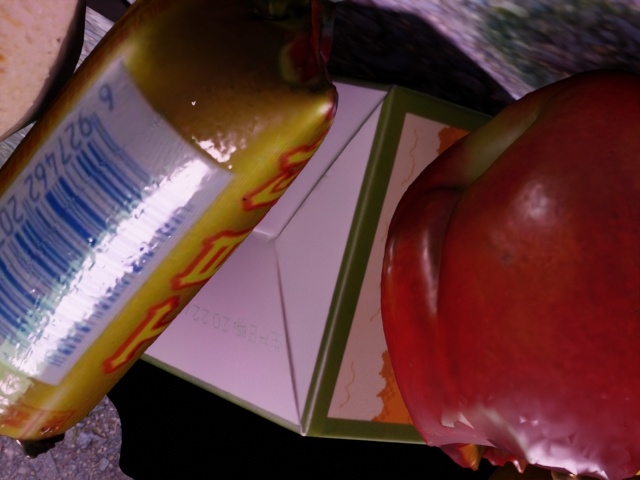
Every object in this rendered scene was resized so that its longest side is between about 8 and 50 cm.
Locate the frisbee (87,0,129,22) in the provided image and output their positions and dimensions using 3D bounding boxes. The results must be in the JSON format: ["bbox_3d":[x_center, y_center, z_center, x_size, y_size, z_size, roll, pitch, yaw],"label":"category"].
[{"bbox_3d":[-0.106,-0.122,0.999,0.211,0.012,0.187,30,171,-18],"label":"frisbee"}]

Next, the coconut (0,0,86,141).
[{"bbox_3d":[-0.219,-0.129,0.661,0.197,0.237,0.237,22,169,46],"label":"coconut"}]

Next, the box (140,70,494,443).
[{"bbox_3d":[0.000,0.000,0.776,0.148,0.178,0.195,10,-175,-45],"label":"box"}]

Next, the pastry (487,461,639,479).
[{"bbox_3d":[0.286,0.215,0.902,0.409,0.245,0.409,14,-175,-1],"label":"pastry"}]

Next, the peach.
[{"bbox_3d":[0.137,0.045,0.604,0.226,0.190,0.196,50,-154,-11],"label":"peach"}]

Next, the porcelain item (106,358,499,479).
[{"bbox_3d":[0.008,0.101,1.044,0.281,0.286,0.157,21,169,28],"label":"porcelain item"}]

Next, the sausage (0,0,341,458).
[{"bbox_3d":[-0.078,-0.038,0.677,0.117,0.317,0.125,30,-149,-25],"label":"sausage"}]
